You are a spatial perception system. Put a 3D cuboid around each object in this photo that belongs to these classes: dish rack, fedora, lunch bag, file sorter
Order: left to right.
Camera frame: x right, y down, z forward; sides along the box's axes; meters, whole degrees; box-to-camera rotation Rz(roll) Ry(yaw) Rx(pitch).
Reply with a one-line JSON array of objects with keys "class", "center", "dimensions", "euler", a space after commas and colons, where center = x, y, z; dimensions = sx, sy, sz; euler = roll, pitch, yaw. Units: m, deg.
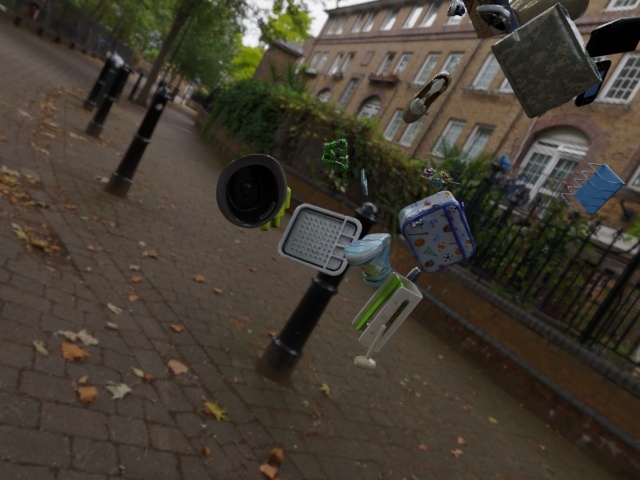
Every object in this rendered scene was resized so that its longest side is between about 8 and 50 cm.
[{"class": "fedora", "center": [-0.243, -0.181, 1.616], "dimensions": [0.124, 0.244, 0.275], "euler": [-132, -154, -52]}, {"class": "dish rack", "center": [0.000, 0.000, 2.165], "dimensions": [0.333, 0.285, 0.072], "euler": [19, -16, 18]}, {"class": "lunch bag", "center": [0.439, -0.032, 1.773], "dimensions": [0.303, 0.243, 0.115], "euler": [58, 16, -35]}, {"class": "lunch bag", "center": [0.740, -0.571, 1.554], "dimensions": [0.169, 0.235, 0.287], "euler": [-17, 83, -52]}, {"class": "file sorter", "center": [1.038, -0.198, 1.831], "dimensions": [0.105, 0.170, 0.118], "euler": [3, 46, -24]}]

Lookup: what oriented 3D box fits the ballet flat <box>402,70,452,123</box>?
[{"class": "ballet flat", "center": [0.343, -0.469, 1.555], "dimensions": [0.073, 0.206, 0.067], "euler": [41, 21, 0]}]

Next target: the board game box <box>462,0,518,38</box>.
[{"class": "board game box", "center": [0.466, -0.712, 1.375], "dimensions": [0.243, 0.042, 0.165], "euler": [57, 1, -21]}]

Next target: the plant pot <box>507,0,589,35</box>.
[{"class": "plant pot", "center": [0.882, -0.950, 1.932], "dimensions": [0.256, 0.274, 0.256], "euler": [57, -7, 11]}]

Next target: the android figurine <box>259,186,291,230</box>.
[{"class": "android figurine", "center": [-0.209, -0.182, 2.054], "dimensions": [0.056, 0.272, 0.248], "euler": [13, 14, 26]}]

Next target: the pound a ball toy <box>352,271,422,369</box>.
[{"class": "pound a ball toy", "center": [0.243, 0.305, 1.727], "dimensions": [0.136, 0.319, 0.208], "euler": [29, 17, -19]}]

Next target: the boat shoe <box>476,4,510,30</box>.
[{"class": "boat shoe", "center": [0.416, -0.532, 1.136], "dimensions": [0.049, 0.040, 0.142], "euler": [13, 19, 40]}]

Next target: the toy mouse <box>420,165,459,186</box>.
[{"class": "toy mouse", "center": [0.459, -0.254, 1.934], "dimensions": [0.143, 0.031, 0.161], "euler": [-8, 40, -26]}]

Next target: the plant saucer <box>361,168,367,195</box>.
[{"class": "plant saucer", "center": [0.212, -0.285, 2.318], "dimensions": [0.192, 0.018, 0.067], "euler": [-81, 157, -59]}]

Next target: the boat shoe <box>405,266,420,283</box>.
[{"class": "boat shoe", "center": [0.466, 0.262, 2.543], "dimensions": [0.079, 0.254, 0.095], "euler": [38, 5, 34]}]

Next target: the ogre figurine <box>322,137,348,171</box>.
[{"class": "ogre figurine", "center": [0.071, -0.413, 2.293], "dimensions": [0.118, 0.096, 0.197], "euler": [5, -14, 8]}]

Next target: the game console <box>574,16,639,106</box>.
[{"class": "game console", "center": [1.135, -0.704, 1.903], "dimensions": [0.213, 0.361, 0.044], "euler": [-12, 49, -8]}]

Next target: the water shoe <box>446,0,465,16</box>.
[{"class": "water shoe", "center": [0.651, -1.100, 2.251], "dimensions": [0.080, 0.073, 0.203], "euler": [25, 41, 2]}]

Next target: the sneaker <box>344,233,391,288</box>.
[{"class": "sneaker", "center": [0.187, 0.097, 1.744], "dimensions": [0.127, 0.208, 0.319], "euler": [1, 12, 29]}]
